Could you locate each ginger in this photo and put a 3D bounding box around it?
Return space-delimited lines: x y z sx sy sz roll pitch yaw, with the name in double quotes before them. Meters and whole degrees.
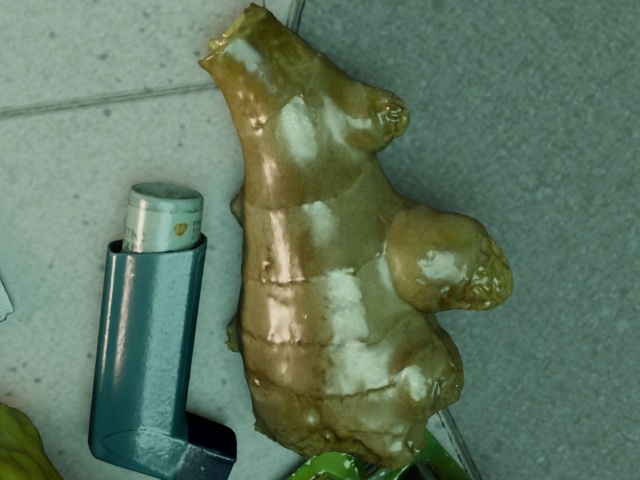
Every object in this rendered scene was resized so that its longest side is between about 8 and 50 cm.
"ginger" 0.020 0.002 1.456 0.166 0.236 0.376 -37 127 -45

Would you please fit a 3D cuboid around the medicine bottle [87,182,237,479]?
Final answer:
"medicine bottle" -0.125 0.084 1.503 0.124 0.079 0.258 3 103 -9

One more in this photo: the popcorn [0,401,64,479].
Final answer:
"popcorn" -0.307 0.310 1.409 0.334 0.293 0.292 -38 102 -10

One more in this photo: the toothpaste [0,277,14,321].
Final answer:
"toothpaste" -0.395 0.070 1.458 0.282 0.068 0.099 -24 136 -11

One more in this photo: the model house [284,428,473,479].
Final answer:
"model house" 0.023 0.355 1.488 0.357 0.313 0.242 -39 106 2
